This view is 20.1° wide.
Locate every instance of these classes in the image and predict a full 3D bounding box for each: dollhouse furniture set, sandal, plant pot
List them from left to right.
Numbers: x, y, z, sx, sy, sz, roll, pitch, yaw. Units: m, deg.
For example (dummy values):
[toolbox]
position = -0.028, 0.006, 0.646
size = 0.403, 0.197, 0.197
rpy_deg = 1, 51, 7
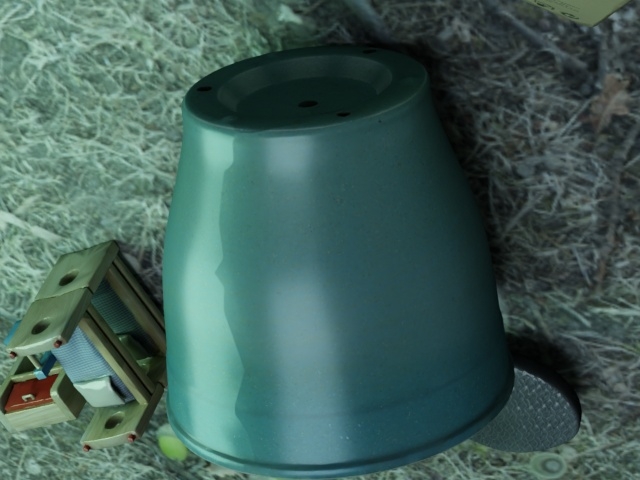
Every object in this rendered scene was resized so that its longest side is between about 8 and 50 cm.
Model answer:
[dollhouse furniture set]
position = -0.243, 0.108, 1.615
size = 0.183, 0.129, 0.129
rpy_deg = -15, 123, 32
[plant pot]
position = 0.000, 0.000, 1.348
size = 0.271, 0.271, 0.255
rpy_deg = 2, 116, 20
[sandal]
position = 0.106, 0.118, 1.550
size = 0.254, 0.054, 0.097
rpy_deg = 8, 126, 28

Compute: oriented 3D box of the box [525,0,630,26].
[box]
position = 0.155, -0.224, 1.033
size = 0.121, 0.311, 0.148
rpy_deg = 24, 92, -1
